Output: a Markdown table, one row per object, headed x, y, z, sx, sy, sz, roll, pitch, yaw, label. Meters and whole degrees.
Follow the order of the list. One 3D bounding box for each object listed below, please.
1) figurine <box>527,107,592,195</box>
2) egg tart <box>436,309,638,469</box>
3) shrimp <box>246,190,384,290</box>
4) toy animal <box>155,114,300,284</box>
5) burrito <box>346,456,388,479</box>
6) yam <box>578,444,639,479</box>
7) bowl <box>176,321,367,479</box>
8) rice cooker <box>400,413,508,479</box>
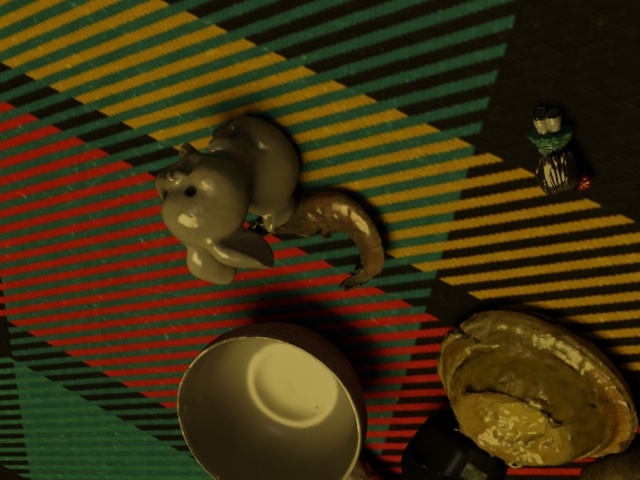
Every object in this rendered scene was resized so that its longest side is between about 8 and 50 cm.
| x | y | z | sx | sy | sz | roll | pitch | yaw | label |
| --- | --- | --- | --- | --- | --- | --- | --- | --- | --- |
| 0.264 | -0.098 | 1.447 | 0.060 | 0.047 | 0.106 | -16 | 121 | 5 | figurine |
| 0.278 | 0.218 | 1.743 | 0.290 | 0.115 | 0.290 | 22 | 145 | 17 | egg tart |
| 0.000 | 0.000 | 1.774 | 0.219 | 0.046 | 0.152 | -4 | 126 | 41 | shrimp |
| -0.112 | -0.054 | 1.675 | 0.127 | 0.193 | 0.178 | -11 | 127 | 43 | toy animal |
| 0.053 | 0.416 | 2.166 | 0.445 | 0.101 | 0.139 | 43 | 140 | -11 | burrito |
| 0.457 | 0.290 | 1.716 | 0.071 | 0.067 | 0.317 | 48 | 144 | -4 | yam |
| -0.059 | 0.242 | 1.971 | 0.286 | 0.144 | 0.287 | 6 | 113 | 15 | bowl |
| 0.194 | 0.328 | 1.882 | 0.142 | 0.118 | 0.203 | 28 | -174 | -14 | rice cooker |
